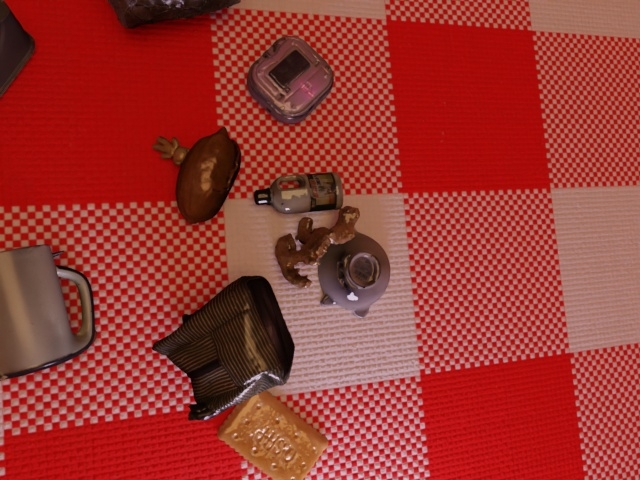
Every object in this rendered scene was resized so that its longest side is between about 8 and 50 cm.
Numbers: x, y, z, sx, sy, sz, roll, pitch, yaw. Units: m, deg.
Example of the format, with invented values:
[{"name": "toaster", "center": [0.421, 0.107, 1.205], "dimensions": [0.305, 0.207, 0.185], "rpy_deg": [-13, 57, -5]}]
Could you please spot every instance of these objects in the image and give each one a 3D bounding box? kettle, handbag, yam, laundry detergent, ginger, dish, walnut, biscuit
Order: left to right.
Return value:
[{"name": "kettle", "center": [-0.597, 0.142, 1.109], "dimensions": [0.240, 0.165, 0.256], "rpy_deg": [-16, 90, -46]}, {"name": "yam", "center": [-0.345, -0.645, 1.223], "dimensions": [0.347, 0.241, 0.241], "rpy_deg": [-23, 91, -13]}, {"name": "walnut", "center": [-0.264, -0.155, 1.245], "dimensions": [0.137, 0.137, 0.246], "rpy_deg": [24, 87, -13]}, {"name": "handbag", "center": [-0.194, 0.226, 1.143], "dimensions": [0.240, 0.340, 0.248], "rpy_deg": [-26, 90, -1]}, {"name": "biscuit", "center": [-0.113, 0.481, 1.280], "dimensions": [0.249, 0.030, 0.160], "rpy_deg": [42, 75, -9]}, {"name": "laundry detergent", "center": [-0.057, -0.119, 1.340], "dimensions": [0.225, 0.070, 0.099], "rpy_deg": [-6, 94, -17]}, {"name": "ginger", "center": [-0.013, -0.007, 1.323], "dimensions": [0.149, 0.065, 0.259], "rpy_deg": [36, 76, 20]}, {"name": "dish", "center": [0.090, 0.083, 1.354], "dimensions": [0.227, 0.086, 0.236], "rpy_deg": [-33, 94, -17]}]

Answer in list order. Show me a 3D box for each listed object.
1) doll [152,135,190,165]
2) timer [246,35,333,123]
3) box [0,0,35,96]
[{"name": "doll", "center": [-0.358, -0.219, 1.266], "dimensions": [0.093, 0.051, 0.062], "rpy_deg": [32, 83, -10]}, {"name": "timer", "center": [-0.076, -0.419, 1.365], "dimensions": [0.190, 0.069, 0.208], "rpy_deg": [42, 76, -6]}, {"name": "box", "center": [-0.741, -0.386, 1.100], "dimensions": [0.138, 0.178, 0.274], "rpy_deg": [30, 76, -12]}]
